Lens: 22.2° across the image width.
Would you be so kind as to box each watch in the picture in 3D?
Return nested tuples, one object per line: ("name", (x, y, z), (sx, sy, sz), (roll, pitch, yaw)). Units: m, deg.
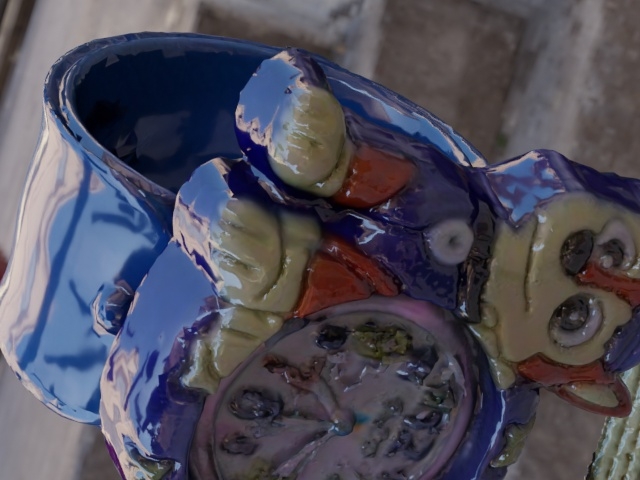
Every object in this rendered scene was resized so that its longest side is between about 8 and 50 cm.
("watch", (-0.009, 0.004, 0.570), (0.171, 0.196, 0.200), (-64, 33, 20))

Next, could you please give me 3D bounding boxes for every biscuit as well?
("biscuit", (0.235, 0.081, 1.098), (0.150, 0.052, 0.252), (-1, -70, -68))
